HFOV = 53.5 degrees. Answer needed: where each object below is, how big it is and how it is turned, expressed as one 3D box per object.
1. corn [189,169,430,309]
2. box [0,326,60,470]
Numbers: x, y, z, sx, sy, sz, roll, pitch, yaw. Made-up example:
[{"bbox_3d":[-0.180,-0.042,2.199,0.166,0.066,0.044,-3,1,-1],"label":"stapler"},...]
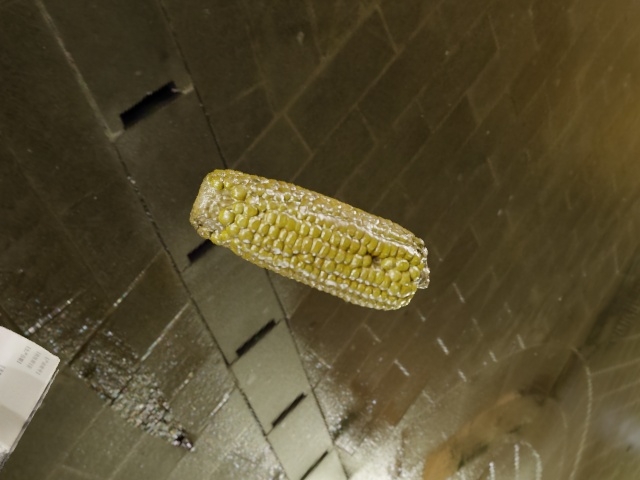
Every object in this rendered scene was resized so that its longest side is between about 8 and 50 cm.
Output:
[{"bbox_3d":[0.000,0.000,0.780,0.322,0.119,0.119,23,96,-18],"label":"corn"},{"bbox_3d":[-0.465,0.273,0.759,0.145,0.173,0.333,31,109,-14],"label":"box"}]
